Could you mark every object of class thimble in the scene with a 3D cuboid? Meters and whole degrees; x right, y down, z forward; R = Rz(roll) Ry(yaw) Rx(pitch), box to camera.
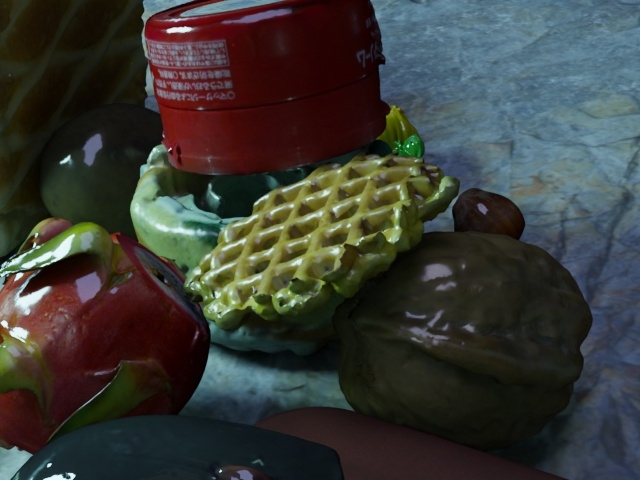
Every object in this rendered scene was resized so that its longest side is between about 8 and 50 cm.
[{"bbox_3d":[-0.054,-0.010,1.358,0.288,0.167,0.254,7,35,21],"label":"thimble"}]

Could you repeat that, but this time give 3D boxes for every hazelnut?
[{"bbox_3d":[0.174,-0.017,1.397,0.086,0.086,0.086,-6,32,4],"label":"hazelnut"}]

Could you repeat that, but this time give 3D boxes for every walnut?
[{"bbox_3d":[0.121,0.085,1.132,0.245,0.198,0.198,11,20,-32],"label":"walnut"}]

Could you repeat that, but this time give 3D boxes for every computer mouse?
[{"bbox_3d":[-0.116,0.189,0.920,0.269,0.100,0.170,1,37,13],"label":"computer mouse"}]

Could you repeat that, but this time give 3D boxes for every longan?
[{"bbox_3d":[-0.228,-0.072,1.491,0.167,0.168,0.187,17,10,34],"label":"longan"}]

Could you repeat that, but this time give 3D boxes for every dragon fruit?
[{"bbox_3d":[-0.214,0.098,1.175,0.227,0.224,0.224,-39,37,-3],"label":"dragon fruit"}]

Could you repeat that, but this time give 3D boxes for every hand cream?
[{"bbox_3d":[-0.053,-0.162,1.265,0.230,0.149,0.230,-11,18,4],"label":"hand cream"}]

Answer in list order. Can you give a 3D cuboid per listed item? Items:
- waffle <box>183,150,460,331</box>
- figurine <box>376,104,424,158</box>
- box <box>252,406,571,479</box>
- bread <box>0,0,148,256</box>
[{"bbox_3d":[0.000,0.000,1.105,0.243,0.059,0.237,-36,22,-21],"label":"waffle"},{"bbox_3d":[0.051,-0.115,1.561,0.114,0.095,0.156,-7,26,-20],"label":"figurine"},{"bbox_3d":[0.065,0.254,0.967,0.403,0.108,0.263,15,40,33],"label":"box"},{"bbox_3d":[-0.404,-0.215,1.550,0.279,0.371,0.390,14,34,14],"label":"bread"}]
